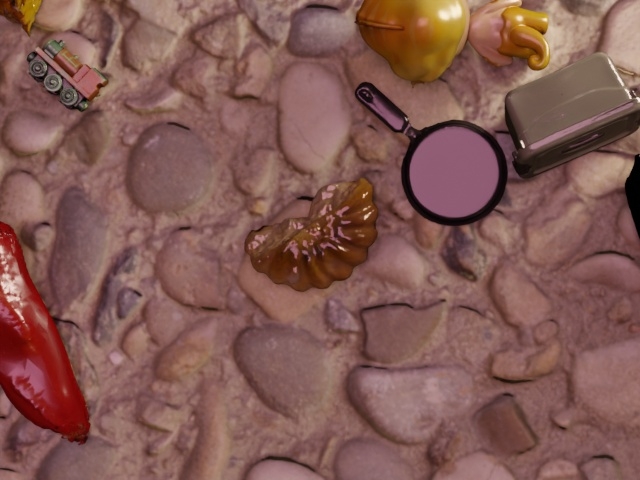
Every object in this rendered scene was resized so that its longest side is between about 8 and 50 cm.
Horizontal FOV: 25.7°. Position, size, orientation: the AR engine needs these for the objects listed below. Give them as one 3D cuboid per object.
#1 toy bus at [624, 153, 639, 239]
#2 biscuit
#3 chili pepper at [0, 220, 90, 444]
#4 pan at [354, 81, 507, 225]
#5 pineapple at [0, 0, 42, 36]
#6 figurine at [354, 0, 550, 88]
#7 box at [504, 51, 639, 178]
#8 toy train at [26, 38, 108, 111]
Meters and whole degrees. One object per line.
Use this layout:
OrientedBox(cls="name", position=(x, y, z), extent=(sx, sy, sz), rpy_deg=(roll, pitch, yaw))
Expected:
OrientedBox(cls="toy bus", position=(0.483, 0.017, 1.704), extent=(0.147, 0.127, 0.302), rpy_deg=(-22, 87, 0))
OrientedBox(cls="biscuit", position=(0.000, 0.000, 1.775), extent=(0.183, 0.061, 0.118), rpy_deg=(-32, 88, 2))
OrientedBox(cls="chili pepper", position=(-0.399, 0.092, 1.783), extent=(0.110, 0.110, 0.387), rpy_deg=(-26, 91, 3))
OrientedBox(cls="pan", position=(0.133, -0.119, 1.784), extent=(0.235, 0.028, 0.136), rpy_deg=(42, 91, 4))
OrientedBox(cls="pineapple", position=(-0.420, -0.412, 1.785), extent=(0.164, 0.140, 0.250), rpy_deg=(21, 93, 6))
OrientedBox(cls="figurine", position=(0.161, -0.264, 1.748), extent=(0.246, 0.131, 0.156), rpy_deg=(2, 103, -6))
OrientedBox(cls="box", position=(0.305, -0.158, 1.732), extent=(0.172, 0.124, 0.093), rpy_deg=(-23, 76, 2))
OrientedBox(cls="toy train", position=(-0.331, -0.216, 1.816), extent=(0.103, 0.044, 0.064), rpy_deg=(42, 88, 2))
